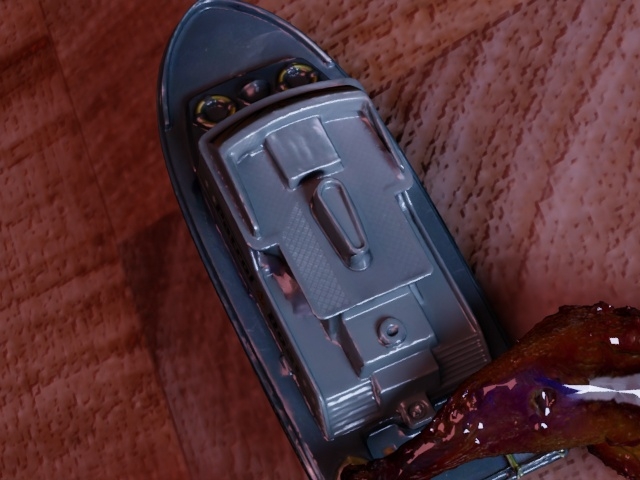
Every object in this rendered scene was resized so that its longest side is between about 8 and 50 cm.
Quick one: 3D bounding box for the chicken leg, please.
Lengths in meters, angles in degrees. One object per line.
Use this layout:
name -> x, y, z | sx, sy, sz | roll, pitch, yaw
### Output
chicken leg -> 0.112, 0.073, 0.585 | 0.205, 0.053, 0.093 | 3, 102, -3

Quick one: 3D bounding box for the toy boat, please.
toy boat -> 0.001, 0.000, 0.665 | 0.114, 0.122, 0.296 | -22, 70, -13
